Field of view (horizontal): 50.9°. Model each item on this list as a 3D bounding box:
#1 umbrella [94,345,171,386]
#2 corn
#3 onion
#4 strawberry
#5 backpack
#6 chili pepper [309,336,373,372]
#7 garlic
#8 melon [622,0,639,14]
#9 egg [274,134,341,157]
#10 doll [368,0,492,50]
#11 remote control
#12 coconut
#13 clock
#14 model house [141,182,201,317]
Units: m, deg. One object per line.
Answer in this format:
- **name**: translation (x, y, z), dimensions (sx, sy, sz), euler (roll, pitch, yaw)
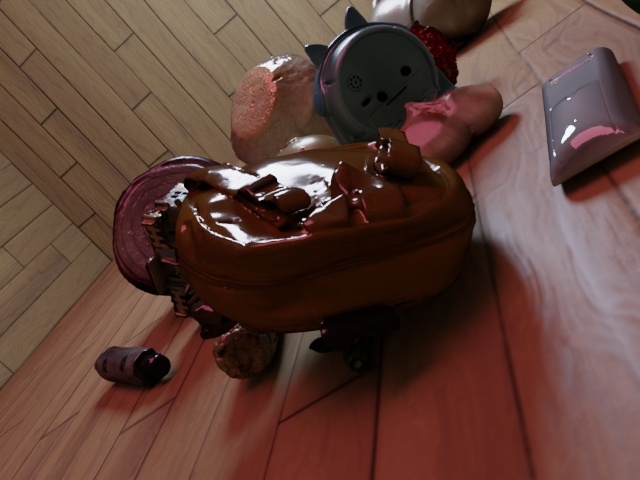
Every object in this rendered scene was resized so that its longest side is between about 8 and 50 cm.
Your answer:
- **umbrella**: translation (-0.366, 0.243, 1.306), dimensions (0.337, 0.067, 0.073), euler (-14, 43, 57)
- **corn**: translation (-0.096, 0.111, 0.980), dimensions (0.086, 0.086, 0.253), euler (-38, 13, 14)
- **onion**: translation (-0.319, -0.028, 1.555), dimensions (0.336, 0.282, 0.260), euler (-54, -3, -9)
- **strawberry**: translation (0.177, -0.297, 1.291), dimensions (0.187, 0.184, 0.201), euler (-12, 54, 26)
- **backpack**: translation (-0.004, -0.005, 0.770), dimensions (0.354, 0.201, 0.378), euler (-16, 16, -1)
- **chili pepper**: translation (0.029, 0.113, 0.754), dimensions (0.055, 0.035, 0.118), euler (-29, 15, -20)
- **garlic**: translation (0.199, -0.179, 1.035), dimensions (0.174, 0.099, 0.124), euler (-40, 30, 5)
- **melon**: translation (0.439, -0.371, 0.804), dimensions (0.182, 0.182, 0.287), euler (-24, 23, 48)
- **egg**: translation (-0.013, -0.110, 1.246), dimensions (0.201, 0.164, 0.164), euler (-36, 15, 48)
- **doll**: translation (0.271, -0.562, 1.708), dimensions (0.215, 0.225, 0.370), euler (-15, 9, -34)
- **remote control**: translation (0.308, -0.159, 0.792), dimensions (0.103, 0.051, 0.293), euler (-33, 16, 30)
- **coconut**: translation (-0.044, -0.260, 1.541), dimensions (0.329, 0.329, 0.329), euler (-38, 16, 13)
- **clock**: translation (0.102, -0.256, 1.139), dimensions (0.223, 0.274, 0.094), euler (-46, 16, -9)
- **model house**: translation (-0.183, 0.036, 1.224), dimensions (0.207, 0.270, 0.178), euler (7, 37, 21)
